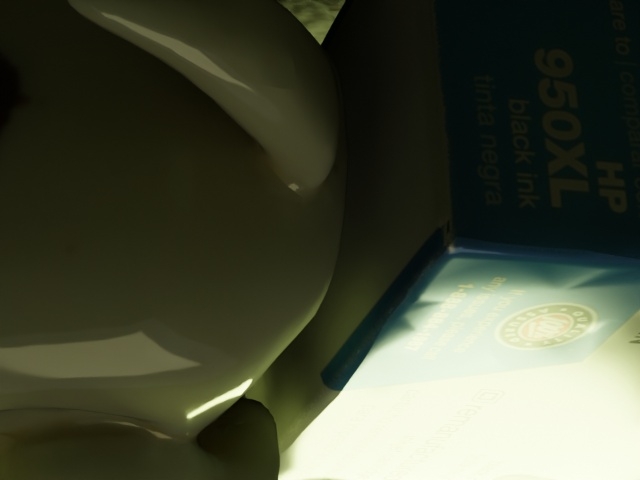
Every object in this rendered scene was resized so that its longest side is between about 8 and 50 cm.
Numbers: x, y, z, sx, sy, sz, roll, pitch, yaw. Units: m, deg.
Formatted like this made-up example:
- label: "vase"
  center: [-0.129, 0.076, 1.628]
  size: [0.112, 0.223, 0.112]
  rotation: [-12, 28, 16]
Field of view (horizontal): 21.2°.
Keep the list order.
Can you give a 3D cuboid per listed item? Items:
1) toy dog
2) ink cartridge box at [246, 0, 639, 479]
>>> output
- label: "toy dog"
  center: [-0.214, 0.006, 0.698]
  size: [0.408, 0.284, 0.395]
  rotation: [6, 167, -14]
- label: "ink cartridge box"
  center: [0.187, 0.002, 0.787]
  size: [0.395, 0.166, 0.285]
  rotation: [4, 154, -16]
